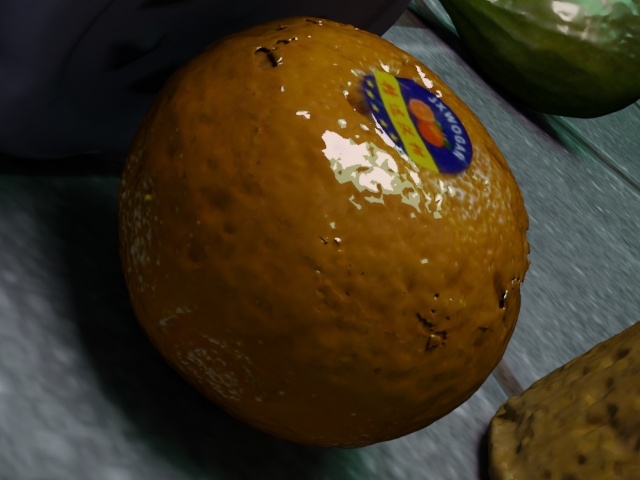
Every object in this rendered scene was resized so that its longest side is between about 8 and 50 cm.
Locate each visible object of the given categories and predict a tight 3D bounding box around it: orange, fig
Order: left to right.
[{"bbox_3d":[0.000,0.002,0.367,0.136,0.117,0.135,22,35,-17],"label":"orange"},{"bbox_3d":[0.211,-0.200,1.131,0.234,0.167,0.167,5,24,3],"label":"fig"}]

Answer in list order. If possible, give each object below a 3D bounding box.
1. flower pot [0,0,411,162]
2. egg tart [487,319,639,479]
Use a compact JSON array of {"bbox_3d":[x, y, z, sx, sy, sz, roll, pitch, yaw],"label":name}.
[{"bbox_3d":[-0.075,-0.170,0.401,0.243,0.265,0.265,59,23,10],"label":"flower pot"},{"bbox_3d":[0.183,0.101,0.463,0.202,0.147,0.202,36,24,-19],"label":"egg tart"}]
